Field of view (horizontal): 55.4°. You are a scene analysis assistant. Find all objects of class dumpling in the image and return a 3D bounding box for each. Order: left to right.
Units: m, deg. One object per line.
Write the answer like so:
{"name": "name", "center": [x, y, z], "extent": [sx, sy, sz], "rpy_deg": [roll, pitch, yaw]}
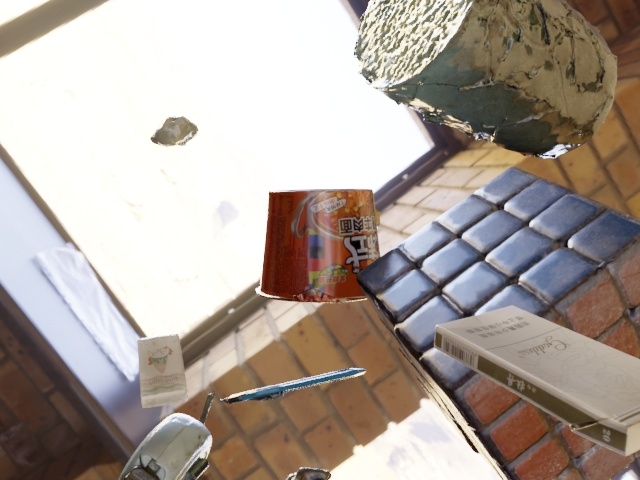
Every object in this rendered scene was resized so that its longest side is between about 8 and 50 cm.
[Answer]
{"name": "dumpling", "center": [-0.228, -0.166, 0.960], "extent": [0.057, 0.076, 0.052], "rpy_deg": [36, 14, -30]}

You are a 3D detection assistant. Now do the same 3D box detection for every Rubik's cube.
{"name": "Rubik's cube", "center": [0.316, 0.141, 0.937], "extent": [0.344, 0.344, 0.337], "rpy_deg": [57, -3, -27]}

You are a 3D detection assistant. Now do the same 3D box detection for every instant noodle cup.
{"name": "instant noodle cup", "center": [0.000, 0.000, 1.138], "extent": [0.250, 0.250, 0.192], "rpy_deg": [-150, -122, -79]}

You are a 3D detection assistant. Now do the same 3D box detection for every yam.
{"name": "yam", "center": [0.221, -0.245, 0.787], "extent": [0.348, 0.241, 0.241], "rpy_deg": [15, 24, -39]}

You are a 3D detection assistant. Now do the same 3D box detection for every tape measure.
{"name": "tape measure", "center": [-0.179, 0.285, 0.863], "extent": [0.084, 0.164, 0.330], "rpy_deg": [36, 21, 7]}

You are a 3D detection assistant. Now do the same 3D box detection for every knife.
{"name": "knife", "center": [-0.054, 0.283, 1.176], "extent": [0.044, 0.296, 0.026], "rpy_deg": [43, 35, -61]}

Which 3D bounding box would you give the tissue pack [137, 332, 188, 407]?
{"name": "tissue pack", "center": [-0.199, 0.160, 0.763], "extent": [0.108, 0.056, 0.023], "rpy_deg": [-121, -150, -54]}

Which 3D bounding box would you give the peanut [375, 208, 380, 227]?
{"name": "peanut", "center": [0.103, -0.037, 1.386], "extent": [0.054, 0.054, 0.113], "rpy_deg": [54, -35, 12]}

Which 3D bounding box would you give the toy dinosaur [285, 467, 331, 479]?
{"name": "toy dinosaur", "center": [-0.014, 0.311, 0.561], "extent": [0.187, 0.179, 0.087], "rpy_deg": [22, -30, -1]}

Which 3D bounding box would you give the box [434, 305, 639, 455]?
{"name": "box", "center": [0.203, 0.109, 0.523], "extent": [0.198, 0.109, 0.029], "rpy_deg": [25, -61, 55]}
